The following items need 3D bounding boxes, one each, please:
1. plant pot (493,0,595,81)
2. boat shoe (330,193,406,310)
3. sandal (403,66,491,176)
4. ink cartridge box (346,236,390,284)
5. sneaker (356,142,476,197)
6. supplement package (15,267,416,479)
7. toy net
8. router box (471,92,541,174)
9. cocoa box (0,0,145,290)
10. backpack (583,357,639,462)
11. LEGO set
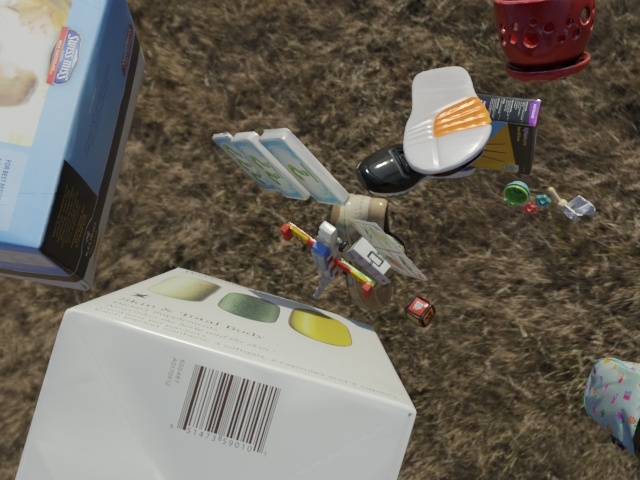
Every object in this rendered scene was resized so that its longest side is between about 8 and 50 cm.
[{"bbox_3d":[0.454,-0.423,1.305,0.191,0.191,0.174,8,122,33],"label":"plant pot"},{"bbox_3d":[0.110,0.038,1.260,0.110,0.341,0.121,1,57,18],"label":"boat shoe"},{"bbox_3d":[0.164,-0.142,0.816,0.102,0.265,0.076,-7,125,15],"label":"sandal"},{"bbox_3d":[0.088,0.035,1.070,0.083,0.048,0.028,42,75,-2],"label":"ink cartridge box"},{"bbox_3d":[0.199,-0.173,1.217,0.107,0.284,0.124,62,153,21],"label":"sneaker"},{"bbox_3d":[-0.070,0.148,0.471,0.200,0.262,0.197,17,92,-1],"label":"supplement package"},{"bbox_3d":[0.600,-0.089,1.703,0.232,0.122,0.045,20,56,19],"label":"toy net"},{"bbox_3d":[0.255,-0.159,0.965,0.133,0.179,0.046,11,78,19],"label":"router box"},{"bbox_3d":[-0.372,-0.141,0.773,0.232,0.228,0.346,10,75,-4],"label":"cocoa box"},{"bbox_3d":[0.476,0.243,0.946,0.115,0.182,0.151,24,96,-6],"label":"backpack"},{"bbox_3d":[0.000,0.000,0.598,0.060,0.244,0.182,-51,26,-12],"label":"LEGO set"}]
